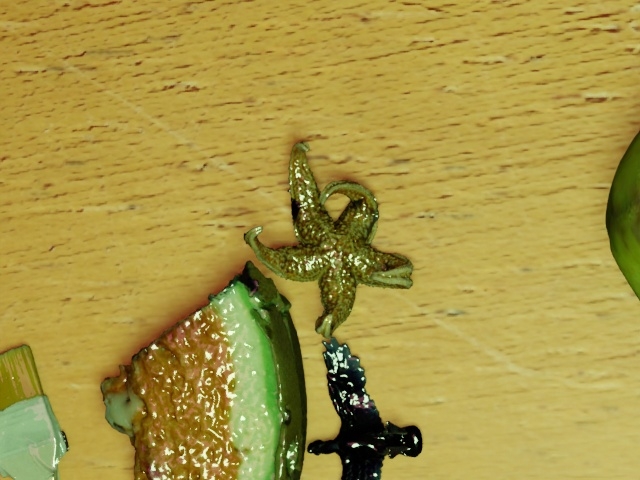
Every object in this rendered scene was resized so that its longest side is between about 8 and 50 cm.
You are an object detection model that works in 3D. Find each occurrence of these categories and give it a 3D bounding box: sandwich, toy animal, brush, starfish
[{"bbox_3d":[-0.104,0.190,1.710,0.212,0.109,0.292,-18,79,17],"label":"sandwich"},{"bbox_3d":[0.041,0.202,1.706,0.108,0.062,0.220,-11,83,29],"label":"toy animal"},{"bbox_3d":[-0.281,0.275,1.780,0.085,0.020,0.336,-20,82,9],"label":"brush"},{"bbox_3d":[0.000,-0.001,1.704,0.146,0.074,0.190,-25,78,-17],"label":"starfish"}]

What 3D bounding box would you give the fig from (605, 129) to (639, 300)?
[{"bbox_3d":[0.394,-0.038,1.569,0.239,0.239,0.271,36,68,13],"label":"fig"}]
